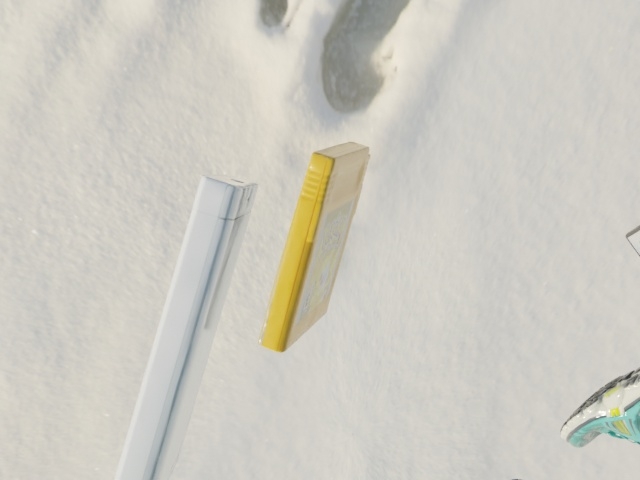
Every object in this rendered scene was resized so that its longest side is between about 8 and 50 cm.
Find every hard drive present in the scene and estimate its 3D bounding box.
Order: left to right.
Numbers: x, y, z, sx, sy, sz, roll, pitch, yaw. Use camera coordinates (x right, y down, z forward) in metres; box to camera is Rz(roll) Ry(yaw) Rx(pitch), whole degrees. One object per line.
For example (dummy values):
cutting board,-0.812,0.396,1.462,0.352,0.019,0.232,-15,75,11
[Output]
hard drive,-0.144,0.103,1.018,0.047,0.233,0.353,17,94,-1

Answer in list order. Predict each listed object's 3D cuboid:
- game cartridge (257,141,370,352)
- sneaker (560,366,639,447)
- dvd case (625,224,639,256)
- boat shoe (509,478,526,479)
game cartridge,0.000,0.000,1.553,0.053,0.285,0.323,20,105,11
sneaker,0.434,0.249,1.298,0.107,0.275,0.110,-29,79,-30
dvd case,0.607,0.034,1.548,0.022,0.253,0.180,-33,80,-7
boat shoe,0.303,0.348,1.115,0.183,0.066,0.066,38,97,41
